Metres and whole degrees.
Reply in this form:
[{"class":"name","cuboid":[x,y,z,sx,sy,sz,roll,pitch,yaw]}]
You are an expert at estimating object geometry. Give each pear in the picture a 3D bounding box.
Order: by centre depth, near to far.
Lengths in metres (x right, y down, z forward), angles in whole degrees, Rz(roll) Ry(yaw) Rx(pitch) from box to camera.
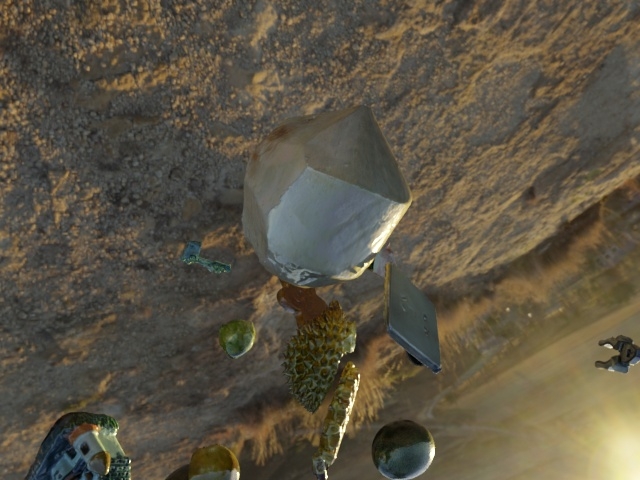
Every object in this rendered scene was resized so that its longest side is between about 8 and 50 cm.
[{"class":"pear","cuboid":[-0.247,0.558,1.172,0.103,0.141,0.141,-11,145,0]}]

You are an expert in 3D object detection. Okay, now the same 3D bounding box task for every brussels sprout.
[{"class":"brussels sprout","cuboid":[-0.321,0.391,1.919,0.149,0.122,0.152,-31,140,4]}]

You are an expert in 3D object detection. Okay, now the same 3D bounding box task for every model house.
[{"class":"model house","cuboid":[-0.620,0.648,1.322,0.253,0.291,0.184,-56,150,-2]}]

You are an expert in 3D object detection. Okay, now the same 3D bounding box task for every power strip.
[{"class":"power strip","cuboid":[0.193,0.182,1.125,0.064,0.198,0.213,-29,122,32]}]

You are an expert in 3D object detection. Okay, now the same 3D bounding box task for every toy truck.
[{"class":"toy truck","cuboid":[-0.395,0.059,1.714,0.175,0.081,0.067,21,161,-24]}]

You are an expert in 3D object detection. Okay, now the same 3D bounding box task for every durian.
[{"class":"durian","cuboid":[0.008,0.291,1.276,0.172,0.307,0.166,-2,153,37]}]

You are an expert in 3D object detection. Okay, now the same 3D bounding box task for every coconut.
[{"class":"coconut","cuboid":[0.003,-0.115,1.093,0.344,0.416,0.415,8,135,-44]}]

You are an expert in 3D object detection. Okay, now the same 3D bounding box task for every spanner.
[{"class":"spanner","cuboid":[0.786,0.299,1.293,0.040,0.096,0.325,12,171,17]}]

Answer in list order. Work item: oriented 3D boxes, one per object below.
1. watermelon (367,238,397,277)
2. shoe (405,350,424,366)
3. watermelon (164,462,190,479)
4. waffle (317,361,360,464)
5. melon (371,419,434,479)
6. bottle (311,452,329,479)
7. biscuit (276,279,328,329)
[{"class":"watermelon","cuboid":[0.196,0.098,1.793,0.136,0.202,0.207,-17,165,-23]},{"class":"shoe","cuboid":[0.309,0.338,1.543,0.093,0.108,0.241,-41,157,-9]},{"class":"watermelon","cuboid":[-0.341,0.705,1.300,0.212,0.212,0.212,-16,145,-12]},{"class":"waffle","cuboid":[0.050,0.442,1.269,0.056,0.254,0.249,15,166,10]},{"class":"melon","cuboid":[0.168,0.429,1.008,0.167,0.114,0.114,10,134,-47]},{"class":"bottle","cuboid":[0.000,0.826,1.777,0.063,0.101,0.047,-11,179,7]},{"class":"biscuit","cuboid":[-0.076,0.212,1.754,0.064,0.432,0.283,-36,148,21]}]
